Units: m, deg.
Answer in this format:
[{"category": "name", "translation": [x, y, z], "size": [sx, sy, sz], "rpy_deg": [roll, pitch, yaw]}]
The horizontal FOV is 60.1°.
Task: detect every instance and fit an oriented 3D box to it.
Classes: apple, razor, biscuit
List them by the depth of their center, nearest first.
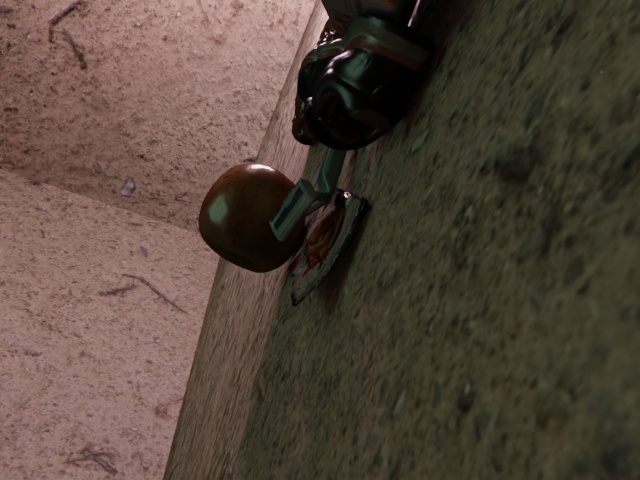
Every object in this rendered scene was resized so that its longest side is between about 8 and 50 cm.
[{"category": "razor", "translation": [0.016, -0.122, 0.795], "size": [0.111, 0.056, 0.278], "rpy_deg": [-49, 12, 52]}, {"category": "apple", "translation": [-0.118, -0.042, 0.989], "size": [0.174, 0.188, 0.188], "rpy_deg": [-64, 10, -15]}, {"category": "biscuit", "translation": [-0.001, -0.347, 1.182], "size": [0.296, 0.075, 0.296], "rpy_deg": [-162, 90, -78]}]

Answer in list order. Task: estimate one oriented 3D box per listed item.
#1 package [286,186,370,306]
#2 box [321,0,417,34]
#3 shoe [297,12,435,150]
[{"category": "package", "translation": [0.000, 0.000, 0.756], "size": [0.154, 0.030, 0.239], "rpy_deg": [-59, 9, 4]}, {"category": "box", "translation": [0.072, -0.332, 0.632], "size": [0.265, 0.097, 0.168], "rpy_deg": [-36, -33, -80]}, {"category": "shoe", "translation": [0.039, -0.179, 0.696], "size": [0.291, 0.114, 0.137], "rpy_deg": [-159, 87, -72]}]
